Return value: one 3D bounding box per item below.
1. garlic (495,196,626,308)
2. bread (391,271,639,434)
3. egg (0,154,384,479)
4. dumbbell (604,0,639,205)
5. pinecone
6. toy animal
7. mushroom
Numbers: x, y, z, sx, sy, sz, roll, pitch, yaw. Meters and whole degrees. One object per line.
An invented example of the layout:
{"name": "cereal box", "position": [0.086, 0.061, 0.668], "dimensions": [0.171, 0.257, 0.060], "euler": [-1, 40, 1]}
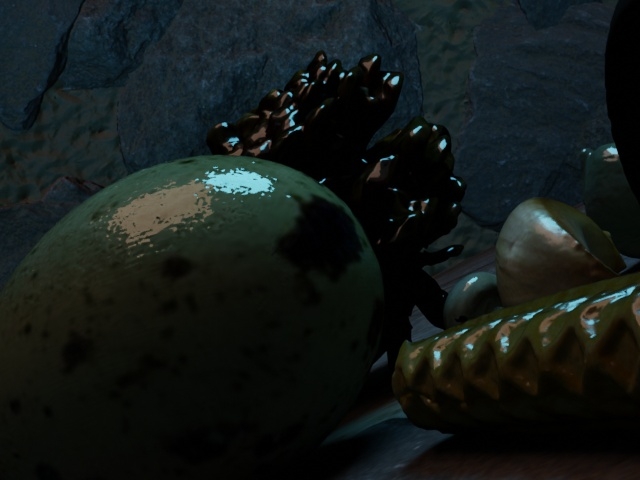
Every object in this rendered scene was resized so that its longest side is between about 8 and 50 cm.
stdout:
{"name": "garlic", "position": [0.214, 0.031, 0.958], "dimensions": [0.115, 0.128, 0.206], "euler": [-51, 0, 13]}
{"name": "bread", "position": [0.136, 0.066, 0.560], "dimensions": [0.367, 0.084, 0.077], "euler": [-34, 35, 68]}
{"name": "egg", "position": [-0.124, 0.090, 0.886], "dimensions": [0.379, 0.287, 0.287], "euler": [-40, -3, 4]}
{"name": "dumbbell", "position": [0.329, -0.102, 0.522], "dimensions": [0.323, 0.203, 0.204], "euler": [-25, -2, -10]}
{"name": "pinecone", "position": [0.000, 0.000, 1.187], "dimensions": [0.398, 0.397, 0.398], "euler": [-26, -2, -1]}
{"name": "toy animal", "position": [0.389, -0.052, 1.032], "dimensions": [0.251, 0.127, 0.125], "euler": [-2, 25, 48]}
{"name": "mushroom", "position": [0.168, 0.076, 1.044], "dimensions": [0.085, 0.085, 0.079], "euler": [-25, 39, -29]}
